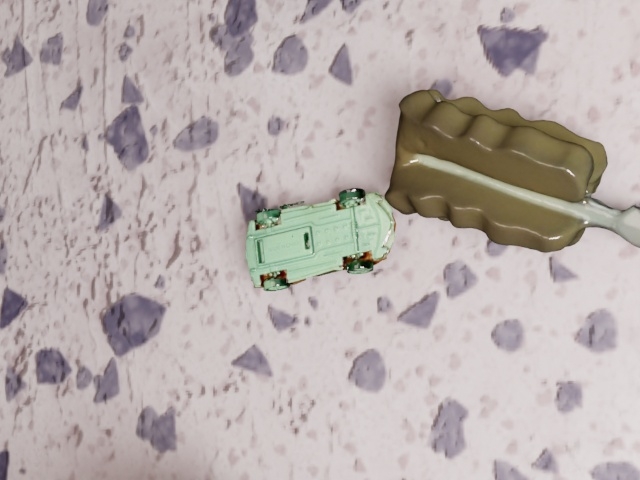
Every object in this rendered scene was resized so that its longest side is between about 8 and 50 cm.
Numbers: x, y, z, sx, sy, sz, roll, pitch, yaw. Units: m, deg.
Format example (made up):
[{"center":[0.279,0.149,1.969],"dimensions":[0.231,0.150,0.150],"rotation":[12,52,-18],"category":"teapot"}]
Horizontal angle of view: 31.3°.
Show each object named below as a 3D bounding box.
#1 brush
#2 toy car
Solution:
[{"center":[0.176,-0.014,0.675],"dimensions":[0.301,0.071,0.084],"rotation":[21,111,27],"category":"brush"},{"center":[0.000,0.000,0.806],"dimensions":[0.121,0.035,0.059],"rotation":[-13,75,25],"category":"toy car"}]
